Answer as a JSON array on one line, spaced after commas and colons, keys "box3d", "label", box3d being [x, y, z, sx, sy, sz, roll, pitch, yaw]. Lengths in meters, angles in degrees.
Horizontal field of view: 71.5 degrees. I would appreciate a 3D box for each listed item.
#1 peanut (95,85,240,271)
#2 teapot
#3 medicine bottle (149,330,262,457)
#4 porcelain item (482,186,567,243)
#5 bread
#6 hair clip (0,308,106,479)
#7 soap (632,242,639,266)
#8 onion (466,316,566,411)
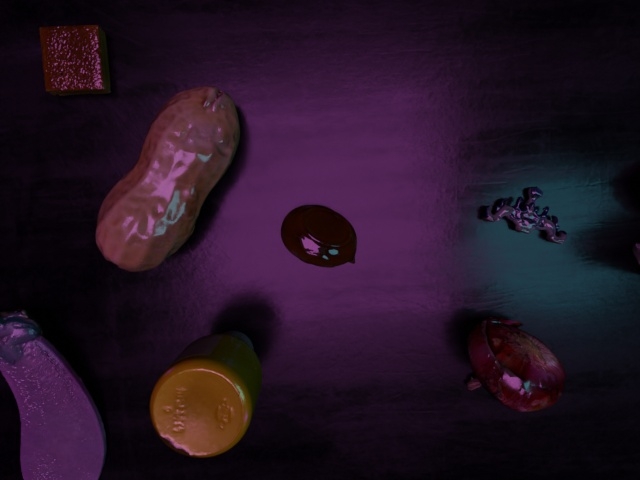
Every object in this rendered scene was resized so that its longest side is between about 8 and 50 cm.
[{"box3d": [-0.211, -0.090, 0.636, 0.130, 0.130, 0.290, 31, 88, -3], "label": "peanut"}, {"box3d": [0.000, 0.000, 0.674, 0.129, 0.078, 0.098, 17, 55, -15], "label": "teapot"}, {"box3d": [-0.141, 0.188, 0.614, 0.122, 0.212, 0.121, 0, 95, 0], "label": "medicine bottle"}, {"box3d": [0.327, -0.049, 0.694, 0.136, 0.021, 0.075, 18, 90, -2], "label": "porcelain item"}, {"box3d": [-0.365, -0.268, 0.662, 0.090, 0.035, 0.094, -3, 95, 0], "label": "bread"}, {"box3d": [-0.423, 0.266, 0.694, 0.096, 0.110, 0.358, -5, 102, 40], "label": "hair clip"}, {"box3d": [0.556, 0.014, 0.620, 0.121, 0.183, 0.063, -30, 95, 3], "label": "soap"}, {"box3d": [0.277, 0.201, 0.678, 0.150, 0.150, 0.140, 26, 125, -3], "label": "onion"}]
